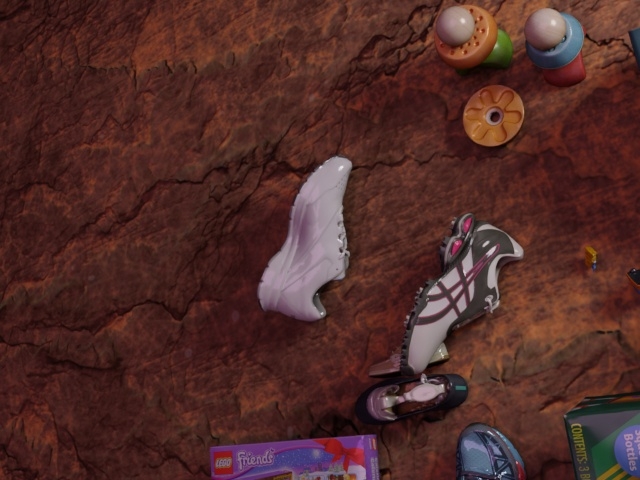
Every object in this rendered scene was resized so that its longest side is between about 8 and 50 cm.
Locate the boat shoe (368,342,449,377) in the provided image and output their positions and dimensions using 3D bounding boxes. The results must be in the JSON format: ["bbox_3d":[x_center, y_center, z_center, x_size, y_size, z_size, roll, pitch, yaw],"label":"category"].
[{"bbox_3d":[0.140,0.189,1.490,0.135,0.050,0.045,-17,70,15],"label":"boat shoe"}]

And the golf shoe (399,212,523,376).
[{"bbox_3d":[0.209,0.094,1.420,0.120,0.105,0.273,25,83,14],"label":"golf shoe"}]

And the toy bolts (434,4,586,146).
[{"bbox_3d":[0.289,-0.271,1.419,0.228,0.158,0.218,-9,78,27],"label":"toy bolts"}]

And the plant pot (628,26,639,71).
[{"bbox_3d":[0.540,-0.192,1.261,0.165,0.165,0.234,-11,94,31],"label":"plant pot"}]

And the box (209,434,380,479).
[{"bbox_3d":[-0.042,0.429,1.515,0.293,0.057,0.201,-10,77,26],"label":"box"}]

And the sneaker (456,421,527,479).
[{"bbox_3d":[0.244,0.398,1.351,0.104,0.125,0.262,-13,76,26],"label":"sneaker"}]

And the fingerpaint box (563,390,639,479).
[{"bbox_3d":[0.535,0.402,1.139,0.371,0.163,0.445,-11,85,26],"label":"fingerpaint box"}]

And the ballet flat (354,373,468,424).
[{"bbox_3d":[0.133,0.249,1.469,0.203,0.074,0.074,-16,74,26],"label":"ballet flat"}]

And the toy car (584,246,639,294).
[{"bbox_3d":[0.450,0.043,1.362,0.122,0.060,0.040,38,145,44],"label":"toy car"}]

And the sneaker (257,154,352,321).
[{"bbox_3d":[0.000,0.000,1.580,0.129,0.111,0.297,22,96,14],"label":"sneaker"}]
